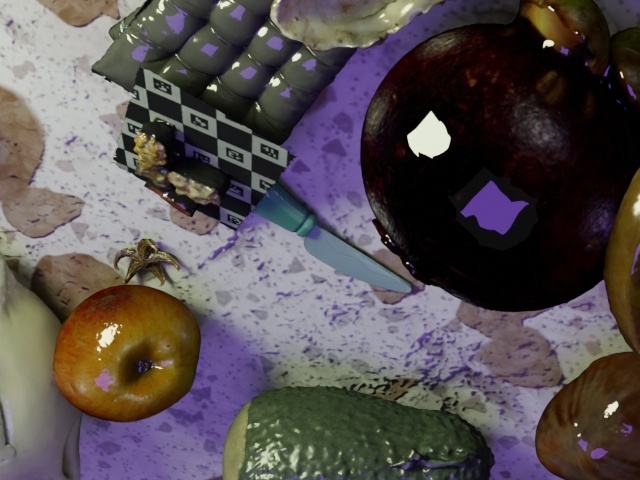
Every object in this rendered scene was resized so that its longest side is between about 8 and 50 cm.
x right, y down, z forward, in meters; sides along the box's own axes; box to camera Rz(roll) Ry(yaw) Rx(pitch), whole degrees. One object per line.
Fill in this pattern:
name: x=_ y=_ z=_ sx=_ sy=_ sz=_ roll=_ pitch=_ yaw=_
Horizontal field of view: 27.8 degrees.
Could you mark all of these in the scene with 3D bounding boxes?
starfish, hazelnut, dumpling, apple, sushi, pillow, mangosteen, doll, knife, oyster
starfish: x=-0.225 y=0.028 z=1.680 sx=0.091 sy=0.028 sz=0.078 roll=5 pitch=134 yaw=11
hazelnut: x=0.364 y=0.231 z=1.537 sx=0.210 sy=0.210 sz=0.186 roll=-31 pitch=108 yaw=35
dumpling: x=-0.487 y=0.195 z=1.770 sx=0.315 sy=0.233 sz=0.395 roll=-6 pitch=115 yaw=13
apple: x=-0.253 y=0.138 z=1.676 sx=0.195 sy=0.173 sz=0.160 roll=-23 pitch=104 yaw=-17
sushi: x=-0.157 y=-0.080 z=1.487 sx=0.192 sy=0.043 sz=0.279 roll=30 pitch=157 yaw=-7
pillow: x=-0.077 y=-0.237 z=1.383 sx=0.228 sy=0.101 sz=0.326 roll=34 pitch=131 yaw=-13
mangosteen: x=0.208 y=-0.096 z=1.288 sx=0.347 sy=0.307 sz=0.307 roll=-43 pitch=108 yaw=9
doll: x=0.050 y=0.306 z=1.691 sx=0.349 sy=0.247 sz=0.247 roll=-5 pitch=125 yaw=12
knife: x=-0.001 y=0.001 z=1.586 sx=0.260 sy=0.034 sz=0.063 roll=37 pitch=134 yaw=-15
oyster: x=0.101 y=-0.312 z=1.219 sx=0.166 sy=0.110 sz=0.341 roll=31 pitch=108 yaw=-3

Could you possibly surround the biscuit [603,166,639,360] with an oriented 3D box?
biscuit: x=0.429 y=-0.007 z=1.274 sx=0.350 sy=0.070 sz=0.394 roll=-52 pitch=137 yaw=-1
